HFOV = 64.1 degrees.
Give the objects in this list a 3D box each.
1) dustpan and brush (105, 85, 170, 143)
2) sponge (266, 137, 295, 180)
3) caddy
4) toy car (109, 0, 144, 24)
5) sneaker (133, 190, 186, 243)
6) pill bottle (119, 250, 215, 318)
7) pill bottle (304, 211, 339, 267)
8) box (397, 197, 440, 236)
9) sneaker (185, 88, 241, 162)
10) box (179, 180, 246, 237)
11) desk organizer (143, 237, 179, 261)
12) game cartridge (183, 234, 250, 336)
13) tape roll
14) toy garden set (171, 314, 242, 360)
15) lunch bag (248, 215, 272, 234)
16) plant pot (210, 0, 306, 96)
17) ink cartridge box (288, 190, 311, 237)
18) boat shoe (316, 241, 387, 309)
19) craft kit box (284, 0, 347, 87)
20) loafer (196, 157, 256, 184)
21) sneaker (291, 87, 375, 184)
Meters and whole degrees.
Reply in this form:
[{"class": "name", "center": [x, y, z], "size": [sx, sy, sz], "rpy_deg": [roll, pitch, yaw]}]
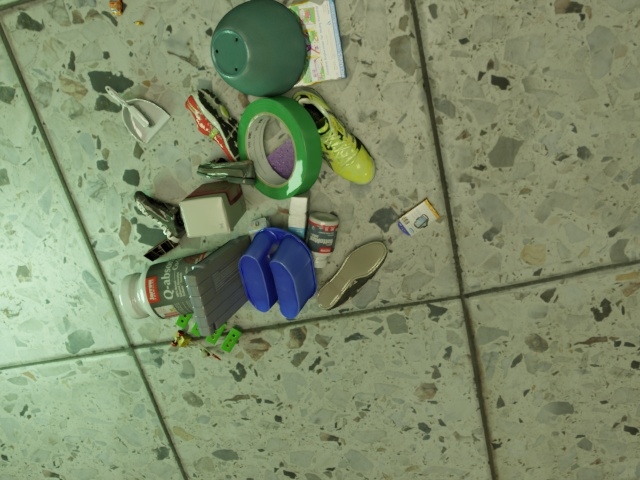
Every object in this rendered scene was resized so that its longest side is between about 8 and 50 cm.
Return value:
[{"class": "dustpan and brush", "center": [-0.640, -0.447, 1.745], "size": [0.147, 0.060, 0.211], "rpy_deg": [-41, 101, 18]}, {"class": "sponge", "center": [-0.101, -0.269, 1.720], "size": [0.210, 0.031, 0.117], "rpy_deg": [-29, 105, 44]}, {"class": "caddy", "center": [-0.142, 0.112, 1.815], "size": [0.241, 0.179, 0.342], "rpy_deg": [10, 131, 21]}, {"class": "toy car", "center": [-0.627, -0.743, 1.646], "size": [0.122, 0.040, 0.060], "rpy_deg": [23, 111, -2]}, {"class": "sneaker", "center": [-0.567, -0.104, 1.857], "size": [0.106, 0.078, 0.234], "rpy_deg": [-37, 106, 14]}, {"class": "pill bottle", "center": [-0.530, 0.174, 1.880], "size": [0.362, 0.210, 0.210], "rpy_deg": [-13, 108, 10]}, {"class": "pill bottle", "center": [0.000, 0.000, 1.813], "size": [0.107, 0.108, 0.180], "rpy_deg": [10, 111, 2]}, {"class": "box", "center": [0.338, -0.077, 1.791], "size": [0.136, 0.028, 0.081], "rpy_deg": [-35, 103, 19]}, {"class": "sneaker", "center": [-0.350, -0.378, 1.732], "size": [0.118, 0.107, 0.279], "rpy_deg": [-17, 115, 39]}, {"class": "box", "center": [-0.360, -0.114, 1.743], "size": [0.148, 0.232, 0.127], "rpy_deg": [-7, 110, 8]}, {"class": "desk organizer", "center": [-0.599, 0.035, 1.921], "size": [0.130, 0.050, 0.047], "rpy_deg": [-31, 104, 16]}, {"class": "game cartridge", "center": [-0.331, 0.142, 1.773], "size": [0.068, 0.355, 0.230], "rpy_deg": [-6, 108, 25]}, {"class": "tape roll", "center": [-0.135, -0.293, 1.633], "size": [0.321, 0.077, 0.322], "rpy_deg": [19, 120, 38]}, {"class": "toy garden set", "center": [-0.461, 0.374, 2.034], "size": [0.244, 0.049, 0.204], "rpy_deg": [30, 109, -6]}, {"class": "lunch bag", "center": [-0.216, -0.053, 1.830], "size": [0.071, 0.083, 0.053], "rpy_deg": [-15, 108, 12]}, {"class": "plant pot", "center": [-0.216, -0.568, 1.533], "size": [0.290, 0.195, 0.291], "rpy_deg": [12, 116, 25]}, {"class": "ink cartridge box", "center": [-0.072, -0.113, 1.781], "size": [0.060, 0.104, 0.180], "rpy_deg": [7, 111, 4]}, {"class": "boat shoe", "center": [0.121, 0.129, 1.867], "size": [0.335, 0.095, 0.112], "rpy_deg": [-45, 64, 15]}, {"class": "craft kit box", "center": [-0.056, -0.619, 1.623], "size": [0.246, 0.061, 0.250], "rpy_deg": [-8, 109, 7]}, {"class": "loafer", "center": [-0.315, -0.244, 1.731], "size": [0.267, 0.096, 0.084], "rpy_deg": [15, 102, 37]}, {"class": "sneaker", "center": [0.033, -0.324, 1.671], "size": [0.145, 0.147, 0.385], "rpy_deg": [-41, 102, 16]}]
